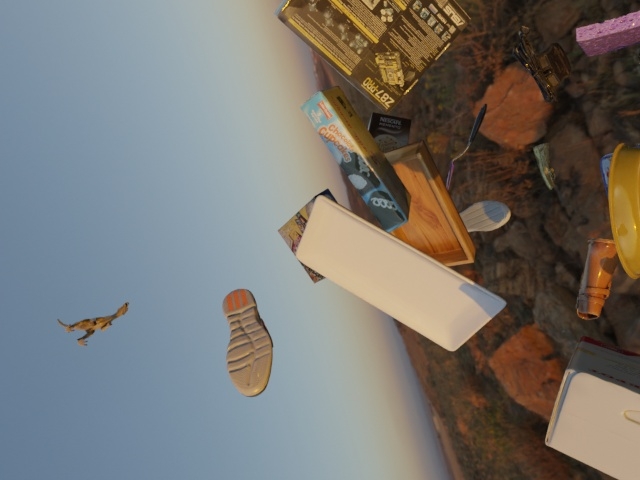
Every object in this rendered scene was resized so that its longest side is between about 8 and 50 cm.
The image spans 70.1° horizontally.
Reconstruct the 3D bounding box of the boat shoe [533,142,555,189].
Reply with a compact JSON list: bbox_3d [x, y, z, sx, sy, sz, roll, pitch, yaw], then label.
[{"bbox_3d":[0.718,-0.236,1.444,0.056,0.048,0.152,24,-127,-55],"label":"boat shoe"}]

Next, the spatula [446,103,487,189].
[{"bbox_3d":[0.477,-0.308,1.508,0.084,0.030,0.296,-64,-2,-66],"label":"spatula"}]

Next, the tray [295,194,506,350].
[{"bbox_3d":[0.099,0.043,0.626,0.030,0.271,0.145,-54,-8,-39],"label":"tray"}]

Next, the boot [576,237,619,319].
[{"bbox_3d":[0.602,0.086,0.990,0.197,0.073,0.152,39,-110,-53],"label":"boot"}]

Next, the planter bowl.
[{"bbox_3d":[0.522,-0.050,0.695,0.217,0.090,0.217,5,-97,-41],"label":"planter bowl"}]

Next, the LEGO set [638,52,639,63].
[{"bbox_3d":[0.781,-0.522,1.000,0.192,0.255,0.331,31,137,51],"label":"LEGO set"}]

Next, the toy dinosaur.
[{"bbox_3d":[-0.496,0.184,0.977,0.092,0.183,0.053,-74,-32,-76],"label":"toy dinosaur"}]

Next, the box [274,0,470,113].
[{"bbox_3d":[0.134,-0.567,1.156,0.395,0.318,0.097,32,-160,-27],"label":"box"}]

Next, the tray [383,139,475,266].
[{"bbox_3d":[0.287,-0.085,1.348,0.410,0.203,0.076,54,-139,-30],"label":"tray"}]

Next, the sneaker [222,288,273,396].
[{"bbox_3d":[-0.174,0.294,1.237,0.180,0.125,0.321,72,-178,-46],"label":"sneaker"}]

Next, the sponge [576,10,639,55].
[{"bbox_3d":[0.645,-0.452,1.009,0.210,0.117,0.031,-17,-80,-53],"label":"sponge"}]

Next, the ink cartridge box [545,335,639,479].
[{"bbox_3d":[0.286,0.153,0.409,0.175,0.128,0.072,2,-76,-56],"label":"ink cartridge box"}]

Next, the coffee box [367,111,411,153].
[{"bbox_3d":[0.211,-0.291,1.532,0.098,0.141,0.246,97,-175,-72],"label":"coffee box"}]

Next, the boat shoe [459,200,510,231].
[{"bbox_3d":[0.577,-0.086,1.667,0.302,0.094,0.109,-18,92,63],"label":"boat shoe"}]

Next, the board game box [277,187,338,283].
[{"bbox_3d":[0.000,0.000,1.041,0.165,0.042,0.243,56,152,0],"label":"board game box"}]

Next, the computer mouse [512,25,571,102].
[{"bbox_3d":[0.537,-0.449,1.129,0.184,0.060,0.262,52,-131,-12],"label":"computer mouse"}]

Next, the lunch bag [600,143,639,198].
[{"bbox_3d":[0.808,-0.097,1.114,0.243,0.115,0.303,-75,-30,-85],"label":"lunch bag"}]

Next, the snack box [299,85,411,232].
[{"bbox_3d":[0.090,-0.186,1.008,0.321,0.060,0.187,55,-157,-10],"label":"snack box"}]
